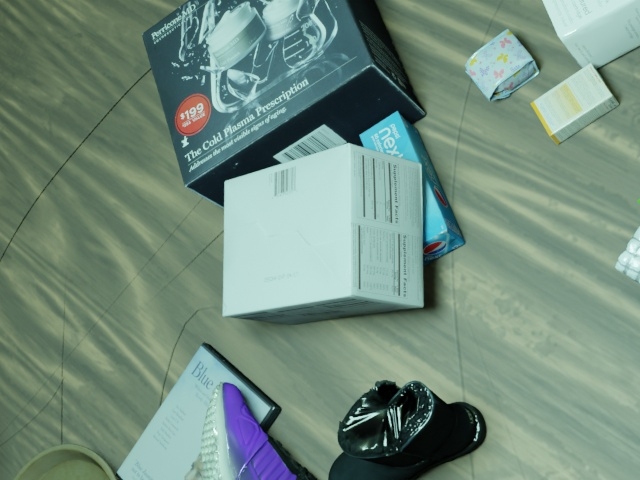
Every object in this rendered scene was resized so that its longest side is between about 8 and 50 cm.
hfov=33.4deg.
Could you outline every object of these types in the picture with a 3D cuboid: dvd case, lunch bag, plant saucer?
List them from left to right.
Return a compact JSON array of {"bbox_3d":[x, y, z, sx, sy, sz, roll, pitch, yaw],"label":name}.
[{"bbox_3d":[-0.402,0.461,1.675,0.277,0.041,0.278,-12,68,30],"label":"plant saucer"},{"bbox_3d":[-0.188,0.305,1.612,0.180,0.022,0.253,36,93,36],"label":"dvd case"},{"bbox_3d":[0.256,-0.245,1.516,0.083,0.053,0.071,-36,60,5],"label":"lunch bag"}]

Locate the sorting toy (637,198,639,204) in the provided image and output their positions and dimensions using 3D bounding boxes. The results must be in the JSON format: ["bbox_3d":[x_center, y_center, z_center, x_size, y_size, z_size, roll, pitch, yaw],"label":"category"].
[{"bbox_3d":[0.443,-0.039,1.349,0.062,0.012,0.083,-50,58,13],"label":"sorting toy"}]

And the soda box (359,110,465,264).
[{"bbox_3d":[0.129,-0.075,1.524,0.071,0.067,0.210,-30,59,19],"label":"soda box"}]

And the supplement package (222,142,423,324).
[{"bbox_3d":[0.000,0.000,1.479,0.262,0.145,0.204,-12,73,45],"label":"supplement package"}]

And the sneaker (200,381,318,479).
[{"bbox_3d":[-0.079,0.327,1.483,0.102,0.146,0.293,110,153,-42],"label":"sneaker"}]

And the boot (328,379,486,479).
[{"bbox_3d":[0.071,0.259,1.354,0.246,0.207,0.094,-30,60,20],"label":"boot"}]

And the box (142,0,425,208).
[{"bbox_3d":[-0.066,-0.259,1.643,0.343,0.179,0.313,-31,58,19],"label":"box"}]

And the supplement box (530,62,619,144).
[{"bbox_3d":[0.345,-0.185,1.448,0.098,0.036,0.062,-33,58,18],"label":"supplement box"}]

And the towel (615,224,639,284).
[{"bbox_3d":[0.517,-0.017,1.229,0.235,0.121,0.284,33,97,27],"label":"towel"}]

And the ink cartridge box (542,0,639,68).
[{"bbox_3d":[0.458,-0.403,1.404,0.353,0.119,0.207,-28,60,21],"label":"ink cartridge box"}]
